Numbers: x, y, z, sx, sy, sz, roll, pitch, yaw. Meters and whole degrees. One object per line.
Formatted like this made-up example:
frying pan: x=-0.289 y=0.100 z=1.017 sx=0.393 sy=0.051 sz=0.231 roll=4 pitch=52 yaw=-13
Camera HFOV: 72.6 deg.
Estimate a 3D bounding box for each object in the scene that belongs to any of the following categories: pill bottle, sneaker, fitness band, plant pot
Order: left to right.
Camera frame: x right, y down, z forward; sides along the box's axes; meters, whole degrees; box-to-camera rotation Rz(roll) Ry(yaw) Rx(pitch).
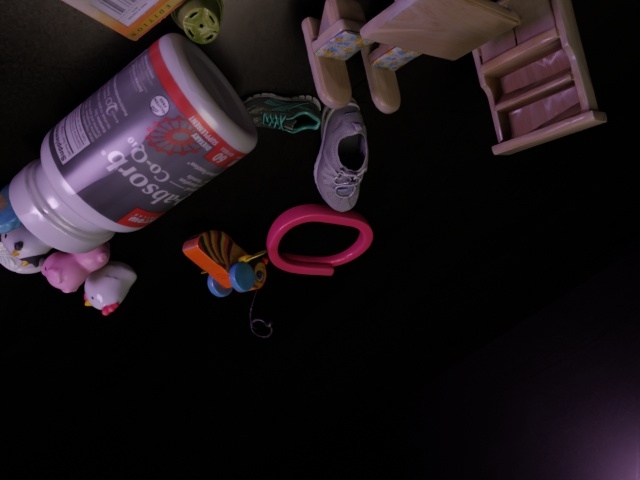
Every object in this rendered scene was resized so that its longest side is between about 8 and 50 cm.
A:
sneaker: x=-0.624 y=0.020 z=0.877 sx=0.061 sy=0.053 sz=0.152 roll=-39 pitch=136 yaw=16
pill bottle: x=-0.304 y=-0.142 z=0.717 sx=0.363 sy=0.210 sz=0.210 roll=-32 pitch=139 yaw=13
plant pot: x=-0.182 y=-0.336 z=0.656 sx=0.083 sy=0.079 sz=0.083 roll=-13 pitch=140 yaw=-11
sneaker: x=-0.072 y=-0.234 z=0.818 sx=0.167 sy=0.076 sz=0.065 roll=-10 pitch=138 yaw=-14
fitness band: x=0.000 y=0.000 z=1.132 sx=0.291 sy=0.054 sz=0.209 roll=6 pitch=130 yaw=-30
sneaker: x=0.046 y=-0.155 z=0.926 sx=0.105 sy=0.115 sz=0.281 roll=-15 pitch=139 yaw=-8

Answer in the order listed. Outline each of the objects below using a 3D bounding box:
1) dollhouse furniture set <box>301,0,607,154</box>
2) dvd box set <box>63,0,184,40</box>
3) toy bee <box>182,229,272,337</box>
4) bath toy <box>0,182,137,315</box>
dollhouse furniture set: x=0.245 y=-0.277 z=0.661 sx=0.394 sy=0.256 sz=0.362 roll=-10 pitch=176 yaw=-41
dvd box set: x=-0.240 y=-0.388 z=0.412 sx=0.308 sy=0.062 sz=0.420 roll=-27 pitch=169 yaw=20
toy bee: x=-0.204 y=0.075 z=1.074 sx=0.195 sy=0.162 sz=0.298 roll=3 pitch=130 yaw=19
bath toy: x=-0.510 y=0.039 z=0.889 sx=0.152 sy=0.129 sz=0.348 roll=-16 pitch=140 yaw=1
